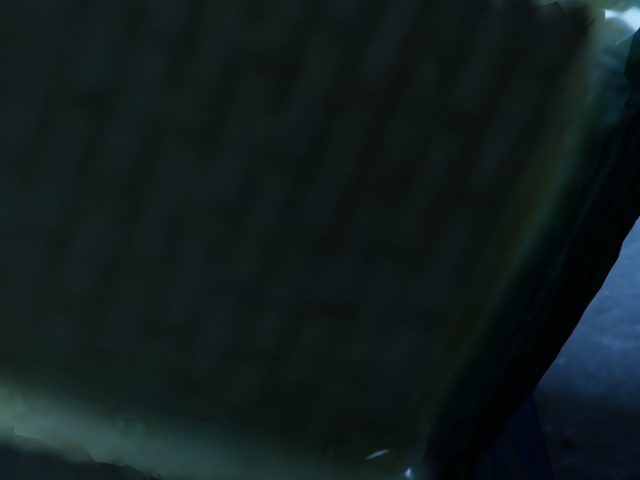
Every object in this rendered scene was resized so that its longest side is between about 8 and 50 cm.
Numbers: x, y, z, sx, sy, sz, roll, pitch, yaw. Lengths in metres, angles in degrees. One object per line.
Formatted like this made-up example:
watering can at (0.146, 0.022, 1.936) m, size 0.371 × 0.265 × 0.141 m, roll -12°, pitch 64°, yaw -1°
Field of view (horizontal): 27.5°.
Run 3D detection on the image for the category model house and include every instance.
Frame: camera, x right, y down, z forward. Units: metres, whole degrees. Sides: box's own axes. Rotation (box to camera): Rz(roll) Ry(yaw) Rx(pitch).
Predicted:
model house at (0.000, 0.000, 0.584) m, size 0.342 × 0.382 × 0.335 m, roll 14°, pitch 33°, yaw -11°
